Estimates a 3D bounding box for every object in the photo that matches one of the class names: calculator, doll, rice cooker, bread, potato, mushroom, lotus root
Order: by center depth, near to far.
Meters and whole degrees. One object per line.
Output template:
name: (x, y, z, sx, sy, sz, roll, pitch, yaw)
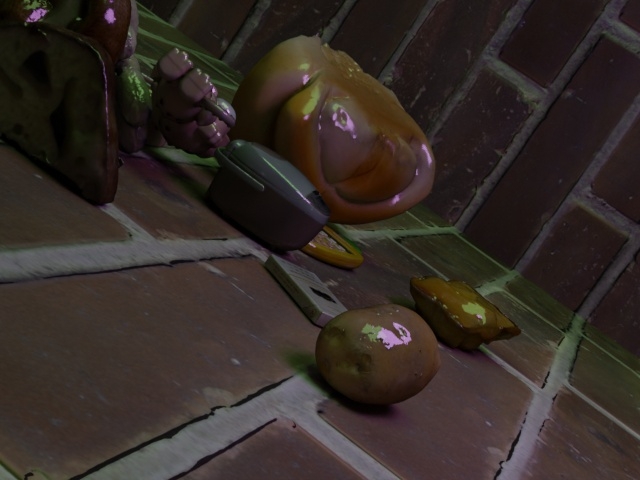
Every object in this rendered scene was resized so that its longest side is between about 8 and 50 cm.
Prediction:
potato: (0.066, 0.134, 1.333, 0.109, 0.118, 0.178, -3, -2, 40)
lotus root: (-0.332, -0.180, 1.396, 0.260, 0.170, 0.074, 31, 6, 10)
mushroom: (-0.391, -0.314, 1.604, 0.253, 0.253, 0.153, 38, -16, 18)
doll: (-0.330, -0.273, 1.739, 0.149, 0.175, 0.278, 7, 51, -51)
doll: (-0.200, -0.211, 1.758, 0.154, 0.119, 0.278, 47, -10, -3)
rice cooker: (-0.084, -0.071, 1.778, 0.206, 0.127, 0.145, 32, 8, 6)
calculator: (0.000, 0.000, 1.984, 0.146, 0.032, 0.235, 40, 13, 30)
bread: (0.245, 0.132, 2.014, 0.160, 0.088, 0.233, 35, 11, 32)
bread: (0.038, -0.196, 2.086, 0.245, 0.329, 0.424, 14, -6, 45)

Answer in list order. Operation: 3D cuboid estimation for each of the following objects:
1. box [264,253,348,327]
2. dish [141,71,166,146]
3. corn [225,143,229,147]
box: (-0.008, 0.079, 1.589, 0.090, 0.024, 0.167, 27, 13, -38)
dish: (-0.332, -0.253, 1.929, 0.213, 0.090, 0.213, 33, 10, -7)
corn: (-0.171, -0.201, 2.255, 0.080, 0.080, 0.238, 32, 8, -15)
